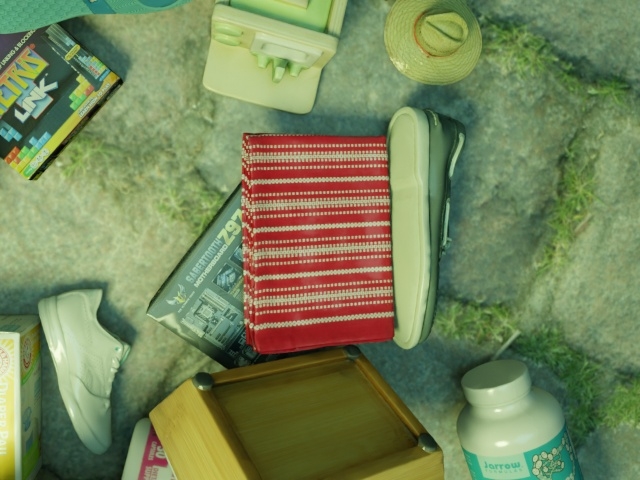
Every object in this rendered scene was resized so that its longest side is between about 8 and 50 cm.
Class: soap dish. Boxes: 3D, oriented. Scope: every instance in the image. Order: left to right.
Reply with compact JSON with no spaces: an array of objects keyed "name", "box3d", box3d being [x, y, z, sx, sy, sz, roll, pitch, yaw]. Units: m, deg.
[{"name":"soap dish","box3d":[-0.018,0.238,0.762,0.291,0.229,0.118,-5,128,-36]}]

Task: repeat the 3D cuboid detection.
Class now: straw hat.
[{"name":"straw hat","box3d":[0.163,-0.282,0.886,0.145,0.061,0.144,-1,95,-10]}]

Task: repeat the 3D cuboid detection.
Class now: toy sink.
[{"name":"toy sink","box3d":[-0.050,-0.290,0.812,0.153,0.131,0.234,13,92,-10]}]

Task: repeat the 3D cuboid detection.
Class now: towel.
[{"name":"towel","box3d":[0.000,0.000,0.833,0.199,0.031,0.274,-1,87,-18]}]

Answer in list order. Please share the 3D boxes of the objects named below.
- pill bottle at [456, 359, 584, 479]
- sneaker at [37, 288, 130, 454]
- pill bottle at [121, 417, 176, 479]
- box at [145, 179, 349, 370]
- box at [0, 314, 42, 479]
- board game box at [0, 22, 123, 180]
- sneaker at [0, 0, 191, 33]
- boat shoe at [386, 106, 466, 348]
[{"name":"pill bottle","box3d":[0.277,0.303,0.908,0.146,0.146,0.264,-21,97,-8]},{"name":"sneaker","box3d":[-0.285,0.165,0.839,0.094,0.080,0.212,-16,96,-20]},{"name":"pill bottle","box3d":[-0.111,0.330,0.834,0.283,0.160,0.160,14,92,-11]},{"name":"box","box3d":[-0.086,0.051,0.868,0.183,0.059,0.232,37,87,-13]},{"name":"box","box3d":[-0.403,0.198,0.796,0.103,0.114,0.203,0,93,-11]},{"name":"board game box","box3d":[-0.355,-0.182,0.809,0.141,0.048,0.170,41,87,-12]},{"name":"sneaker","box3d":[-0.262,-0.362,0.735,0.319,0.127,0.208,-7,70,2]},{"name":"boat shoe","box3d":[0.145,-0.015,0.878,0.099,0.116,0.319,0,92,-26]}]
